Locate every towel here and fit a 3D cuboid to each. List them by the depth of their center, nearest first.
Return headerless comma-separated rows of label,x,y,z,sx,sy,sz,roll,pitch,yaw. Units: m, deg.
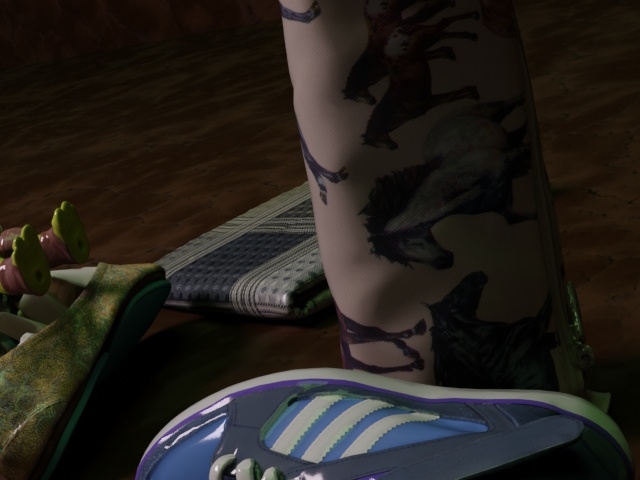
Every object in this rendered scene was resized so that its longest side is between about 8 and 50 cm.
towel,0.000,0.000,1.554,0.324,0.056,0.312,-30,18,-33

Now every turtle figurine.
turtle figurine,-0.324,0.023,1.287,0.217,0.087,0.269,-5,4,24

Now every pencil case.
pencil case,0.081,-0.059,1.003,0.183,0.410,0.160,-6,20,13

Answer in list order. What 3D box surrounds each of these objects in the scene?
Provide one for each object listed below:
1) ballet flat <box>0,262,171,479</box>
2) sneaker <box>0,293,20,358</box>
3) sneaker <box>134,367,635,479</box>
ballet flat,-0.225,0.087,1.310,0.123,0.123,0.348,-12,19,16
sneaker,-0.350,0.128,1.412,0.122,0.110,0.283,-33,12,6
sneaker,0.006,0.167,0.820,0.323,0.130,0.236,-4,15,20
